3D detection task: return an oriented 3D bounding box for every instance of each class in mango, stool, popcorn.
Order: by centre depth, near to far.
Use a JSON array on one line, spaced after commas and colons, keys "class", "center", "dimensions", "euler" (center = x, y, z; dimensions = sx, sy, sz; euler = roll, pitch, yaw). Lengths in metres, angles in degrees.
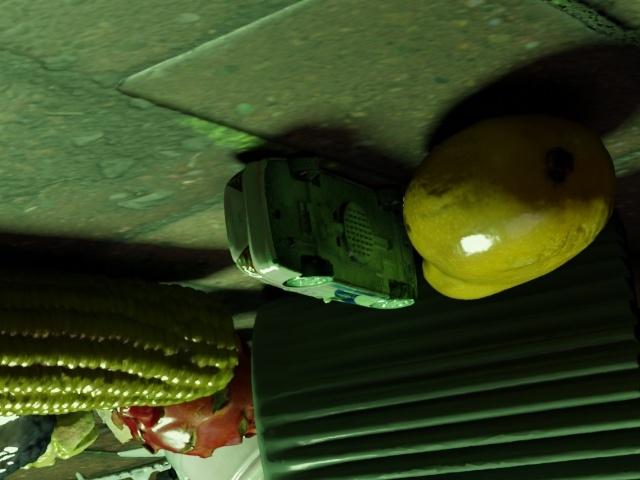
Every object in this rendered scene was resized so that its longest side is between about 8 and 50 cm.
[{"class": "mango", "center": [0.132, -0.026, 1.410], "dimensions": [0.157, 0.109, 0.262], "euler": [-18, 171, -11]}, {"class": "stool", "center": [0.127, 0.149, 1.704], "dimensions": [0.330, 0.297, 0.297], "euler": [-10, 165, 10]}, {"class": "popcorn", "center": [-0.266, 0.168, 1.839], "dimensions": [0.097, 0.109, 0.089], "euler": [-42, 153, -42]}]

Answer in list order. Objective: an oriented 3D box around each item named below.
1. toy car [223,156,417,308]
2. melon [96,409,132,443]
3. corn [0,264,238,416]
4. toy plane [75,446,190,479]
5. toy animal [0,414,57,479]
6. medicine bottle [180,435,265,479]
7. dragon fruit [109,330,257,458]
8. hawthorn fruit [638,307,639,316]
[{"class": "toy car", "center": [0.000, 0.000, 1.434], "dimensions": [0.076, 0.090, 0.224], "euler": [-15, 165, 26]}, {"class": "melon", "center": [-0.127, 0.137, 1.859], "dimensions": [0.182, 0.054, 0.098], "euler": [-21, 136, 8]}, {"class": "corn", "center": [-0.216, 0.081, 1.511], "dimensions": [0.363, 0.120, 0.120], "euler": [6, 157, -43]}, {"class": "toy plane", "center": [-0.134, 0.234, 2.140], "dimensions": [0.251, 0.101, 0.255], "euler": [-25, 163, 6]}, {"class": "toy animal", "center": [-0.319, 0.157, 1.691], "dimensions": [0.298, 0.122, 0.185], "euler": [-42, 155, 28]}, {"class": "medicine bottle", "center": [0.049, 0.303, 1.922], "dimensions": [0.213, 0.379, 0.213], "euler": [-40, 161, -16]}, {"class": "dragon fruit", "center": [-0.111, 0.130, 1.731], "dimensions": [0.166, 0.136, 0.133], "euler": [19, 113, -16]}, {"class": "hawthorn fruit", "center": [0.416, 0.092, 1.847], "dimensions": [0.254, 0.254, 0.300], "euler": [2, -166, -40]}]
